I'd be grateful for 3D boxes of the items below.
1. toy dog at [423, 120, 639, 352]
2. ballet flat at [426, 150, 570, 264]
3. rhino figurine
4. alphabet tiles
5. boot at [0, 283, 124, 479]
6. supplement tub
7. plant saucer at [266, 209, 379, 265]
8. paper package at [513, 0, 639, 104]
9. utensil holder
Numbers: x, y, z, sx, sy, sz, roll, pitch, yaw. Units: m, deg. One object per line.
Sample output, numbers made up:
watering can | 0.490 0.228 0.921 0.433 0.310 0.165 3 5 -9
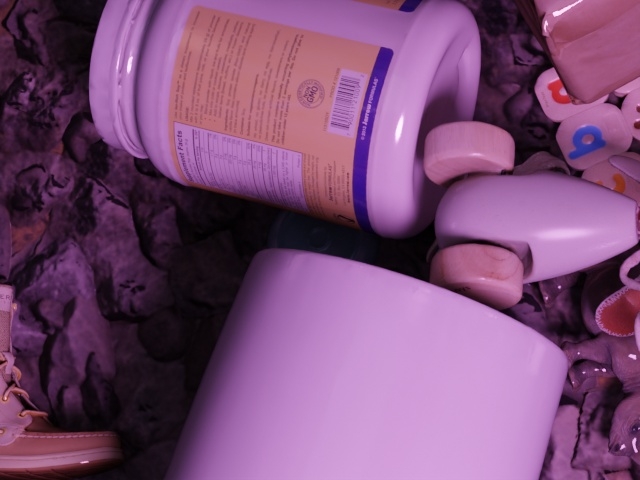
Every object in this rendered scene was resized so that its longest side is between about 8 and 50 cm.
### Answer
toy dog | 0.238 0.004 1.398 0.334 0.161 0.220 23 74 8
ballet flat | 0.172 -0.029 1.535 0.168 0.057 0.052 -33 42 0
rhino figurine | 0.279 0.101 1.451 0.106 0.073 0.243 -20 70 9
alphabet tiles | 0.368 -0.141 1.525 0.278 0.021 0.284 -24 71 7
boot | -0.321 0.144 1.585 0.262 0.095 0.203 -2 73 18
supplement tub | -0.032 -0.150 1.512 0.331 0.241 0.241 15 79 18
plant saucer | 0.000 0.000 1.579 0.119 0.021 0.119 -4 75 13
paper package | 0.298 -0.339 1.426 0.325 0.168 0.309 -29 59 6
utensil holder | 0.017 0.238 1.349 0.328 0.327 0.385 16 78 18
